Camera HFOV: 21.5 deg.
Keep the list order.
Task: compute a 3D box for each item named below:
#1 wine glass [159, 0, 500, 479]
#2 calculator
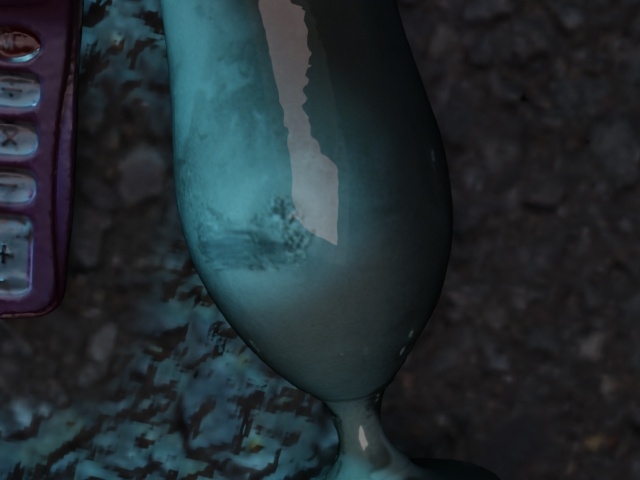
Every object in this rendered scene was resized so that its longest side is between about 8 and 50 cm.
[{"bbox_3d":[0.000,0.000,0.596,0.103,0.103,0.222,-12,100,-1],"label":"wine glass"},{"bbox_3d":[-0.149,-0.064,0.610,0.127,0.034,0.190,5,109,-4],"label":"calculator"}]
